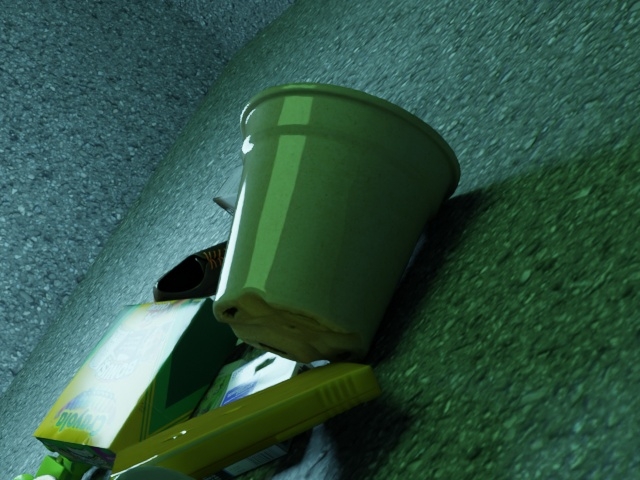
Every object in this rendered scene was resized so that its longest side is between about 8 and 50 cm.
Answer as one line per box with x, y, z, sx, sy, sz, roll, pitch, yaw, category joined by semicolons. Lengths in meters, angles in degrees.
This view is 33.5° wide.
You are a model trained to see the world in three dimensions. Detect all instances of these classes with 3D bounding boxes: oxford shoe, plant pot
-0.198;0.053;2.054;0.271;0.097;0.098;-32;-15;-15;oxford shoe
0.000;0.000;1.499;0.334;0.334;0.305;-23;44;56;plant pot

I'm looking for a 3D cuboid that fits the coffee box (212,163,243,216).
-0.104;-0.085;2.145;0.098;0.141;0.246;-56;17;-15;coffee box

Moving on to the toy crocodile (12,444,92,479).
-0.525;0.475;2.120;0.115;0.105;0.340;31;87;37;toy crocodile

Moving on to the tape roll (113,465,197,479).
-0.131;0.365;1.066;0.100;0.286;0.286;-48;18;11;tape roll

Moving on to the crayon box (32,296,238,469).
-0.340;0.262;1.944;0.363;0.106;0.313;-10;41;55;crayon box

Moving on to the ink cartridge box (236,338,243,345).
-0.103;0.140;1.869;0.063;0.029;0.115;-31;27;45;ink cartridge box

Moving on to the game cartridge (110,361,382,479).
-0.101;0.235;1.328;0.323;0.053;0.285;-21;-2;-10;game cartridge

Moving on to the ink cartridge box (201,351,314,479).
-0.093;0.252;1.589;0.206;0.045;0.208;-33;26;43;ink cartridge box

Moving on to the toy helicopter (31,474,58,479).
-0.439;0.487;1.800;0.235;0.140;0.355;-31;26;-13;toy helicopter

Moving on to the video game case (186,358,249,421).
-0.219;0.309;1.823;0.193;0.023;0.212;-26;30;53;video game case
